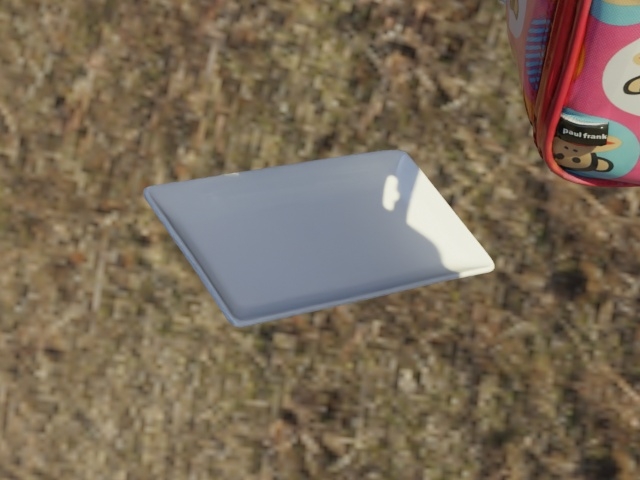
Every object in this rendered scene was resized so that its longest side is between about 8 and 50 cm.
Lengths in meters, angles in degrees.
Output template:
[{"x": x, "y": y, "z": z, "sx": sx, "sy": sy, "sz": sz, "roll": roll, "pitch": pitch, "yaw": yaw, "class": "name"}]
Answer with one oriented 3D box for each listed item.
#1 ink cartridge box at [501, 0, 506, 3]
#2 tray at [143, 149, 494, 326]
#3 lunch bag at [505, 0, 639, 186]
[{"x": 0.180, "y": -0.168, "z": 1.028, "sx": 0.104, "sy": 0.181, "sz": 0.061, "roll": -68, "pitch": 13, "yaw": -13, "class": "ink cartridge box"}, {"x": 0.000, "y": 0.000, "z": 1.376, "sx": 0.145, "sy": 0.270, "sz": 0.030, "roll": 53, "pitch": 135, "yaw": 29, "class": "tray"}, {"x": 0.233, "y": -0.138, "z": 0.743, "sx": 0.258, "sy": 0.293, "sz": 0.120, "roll": 93, "pitch": 170, "yaw": -57, "class": "lunch bag"}]
